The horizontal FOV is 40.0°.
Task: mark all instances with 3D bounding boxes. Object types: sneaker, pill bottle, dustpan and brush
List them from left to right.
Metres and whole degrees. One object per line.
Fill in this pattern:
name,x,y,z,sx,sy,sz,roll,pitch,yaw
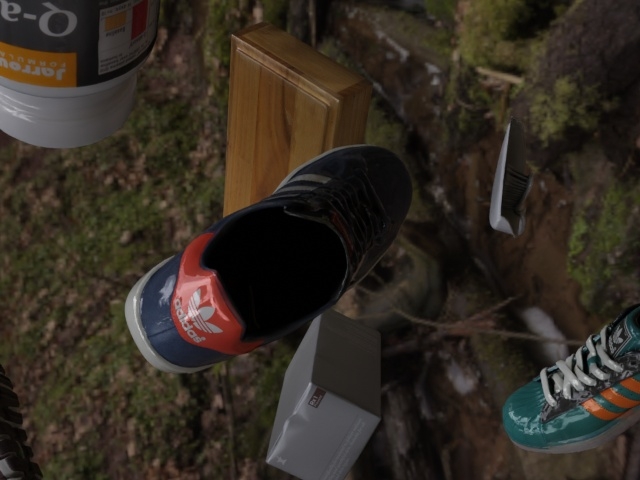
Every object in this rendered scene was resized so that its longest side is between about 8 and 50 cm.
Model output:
sneaker,-0.407,0.242,0.959,0.281,0.162,0.106,59,175,25
pill bottle,-0.199,-0.209,0.661,0.278,0.162,0.162,110,146,-51
sneaker,0.000,0.000,0.777,0.148,0.350,0.131,-24,101,50
dustpan and brush,0.261,-0.054,1.181,0.211,0.060,0.147,85,-165,-69
sneaker,0.323,0.132,0.948,0.121,0.302,0.108,52,-156,-30

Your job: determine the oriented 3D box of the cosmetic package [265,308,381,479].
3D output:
cosmetic package,0.010,0.195,1.124,0.127,0.107,0.238,-61,8,20

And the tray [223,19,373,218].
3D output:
tray,-0.050,-0.089,1.294,0.203,0.076,0.411,36,138,27
